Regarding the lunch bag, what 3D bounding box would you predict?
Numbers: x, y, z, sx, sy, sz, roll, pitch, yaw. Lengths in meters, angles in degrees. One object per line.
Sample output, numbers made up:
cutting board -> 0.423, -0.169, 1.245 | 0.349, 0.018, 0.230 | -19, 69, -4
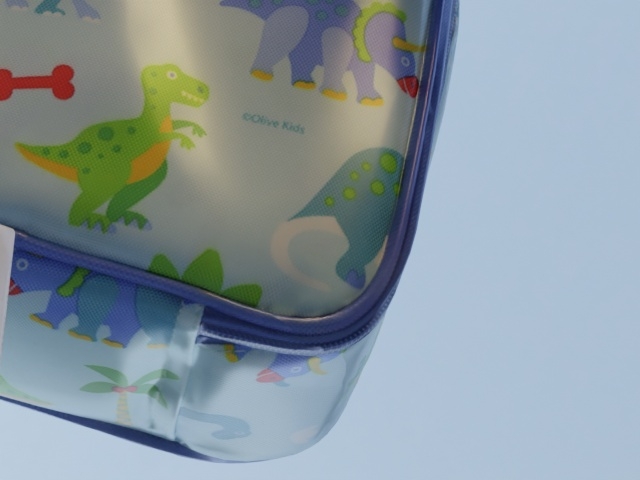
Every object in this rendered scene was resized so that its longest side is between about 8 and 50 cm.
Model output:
lunch bag -> -0.076, -0.049, 0.489 | 0.090, 0.219, 0.176 | 108, -1, -55

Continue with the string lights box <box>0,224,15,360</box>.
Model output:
string lights box -> -0.155, 0.037, 0.212 | 0.077, 0.260, 0.133 | -2, -102, 31
